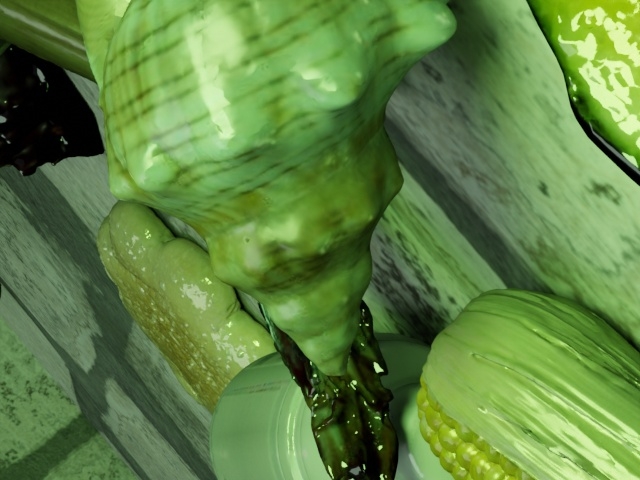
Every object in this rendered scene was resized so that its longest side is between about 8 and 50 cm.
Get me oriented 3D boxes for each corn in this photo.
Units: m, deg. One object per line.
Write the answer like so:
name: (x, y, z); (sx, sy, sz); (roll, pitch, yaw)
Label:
corn: (0.180, 0.138, 0.736); (0.305, 0.122, 0.123); (39, 131, 26)

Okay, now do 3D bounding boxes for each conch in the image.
conch: (-0.036, -0.128, 0.674); (0.203, 0.170, 0.386); (-10, 84, 45)

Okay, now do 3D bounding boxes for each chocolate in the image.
chocolate: (-0.346, -0.125, 1.359); (0.224, 0.177, 0.206); (58, 160, -19)

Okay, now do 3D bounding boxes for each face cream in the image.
face cream: (0.033, 0.135, 1.007); (0.145, 0.145, 0.370); (52, 162, -4)

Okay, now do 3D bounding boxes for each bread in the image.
bread: (-0.120, 0.092, 1.445); (0.316, 0.054, 0.316); (45, 160, 21)

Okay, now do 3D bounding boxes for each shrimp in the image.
shrimp: (0.000, 0.000, 0.839); (0.222, 0.054, 0.290); (116, 139, -63)

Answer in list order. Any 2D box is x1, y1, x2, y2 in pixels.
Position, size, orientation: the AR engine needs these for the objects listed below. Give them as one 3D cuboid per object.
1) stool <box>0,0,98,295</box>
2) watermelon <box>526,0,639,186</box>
stool: (-0.233, -0.144, 0.875); (0.226, 0.310, 0.310); (31, 156, 25)
watermelon: (0.154, -0.069, 0.451); (0.301, 0.123, 0.129); (45, 129, 18)
